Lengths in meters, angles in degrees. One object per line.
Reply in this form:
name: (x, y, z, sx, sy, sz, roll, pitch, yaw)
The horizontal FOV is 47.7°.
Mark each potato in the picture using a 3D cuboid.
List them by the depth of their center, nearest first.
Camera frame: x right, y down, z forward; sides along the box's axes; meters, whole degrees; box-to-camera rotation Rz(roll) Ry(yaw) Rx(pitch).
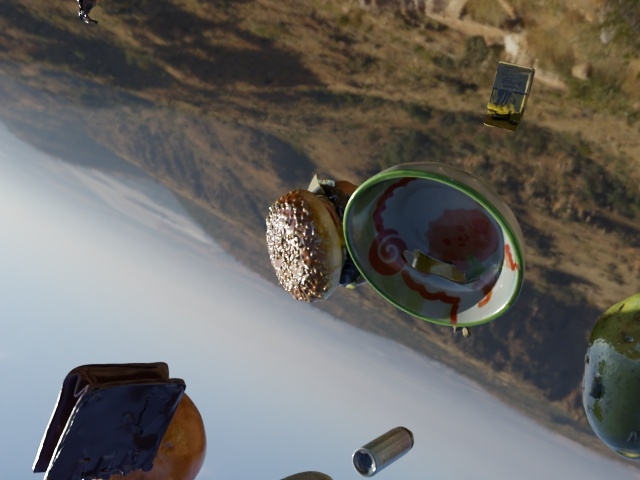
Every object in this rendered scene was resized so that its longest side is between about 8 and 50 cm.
potato: (0.429, 0.179, 0.959, 0.148, 0.197, 0.228, 14, 154, 40)

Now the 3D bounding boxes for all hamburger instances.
hamburger: (0.000, 0.000, 1.690, 0.225, 0.291, 0.291, -13, -167, -30)

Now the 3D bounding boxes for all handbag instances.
handbag: (-0.343, 0.299, 1.185, 0.203, 0.216, 0.074, 6, -155, -47)

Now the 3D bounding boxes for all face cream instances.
face cream: (0.168, 0.524, 1.820, 0.075, 0.075, 0.229, 21, -166, 31)

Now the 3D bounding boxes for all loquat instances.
loquat: (0.313, 0.102, 1.669, 0.213, 0.246, 0.213, -8, 169, -1)

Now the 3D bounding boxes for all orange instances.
orange: (-0.353, 0.400, 1.430, 0.261, 0.261, 0.261, 26, 171, 4)

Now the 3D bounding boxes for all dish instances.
dish: (0.209, -0.013, 1.246, 0.324, 0.124, 0.324, 21, 136, 21)

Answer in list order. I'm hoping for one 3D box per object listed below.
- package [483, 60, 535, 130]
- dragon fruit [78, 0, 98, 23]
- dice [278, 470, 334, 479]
package: (0.373, -0.284, 1.430, 0.071, 0.131, 0.047, 15, -171, 20)
dragon fruit: (-0.490, -0.566, 1.517, 0.125, 0.125, 0.246, 10, 131, -6)
dice: (-0.028, 0.568, 1.356, 0.192, 0.194, 0.193, -119, 12, -55)
